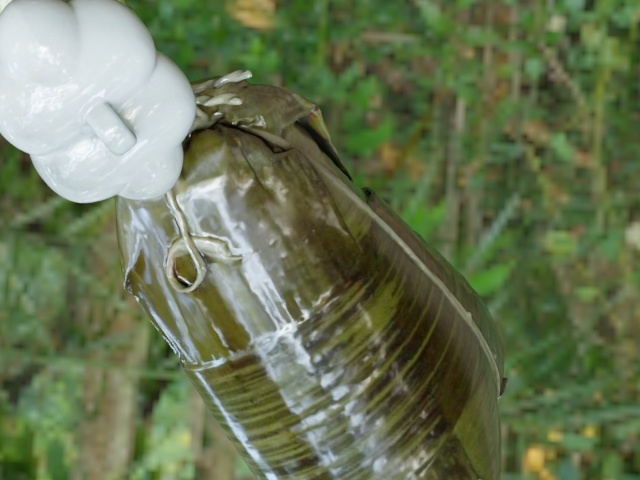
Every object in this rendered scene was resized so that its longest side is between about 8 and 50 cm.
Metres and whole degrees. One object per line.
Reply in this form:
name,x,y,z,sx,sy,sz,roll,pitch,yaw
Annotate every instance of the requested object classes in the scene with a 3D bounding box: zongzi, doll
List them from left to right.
doll,-0.093,-0.074,0.693,0.106,0.062,0.162,46,-172,-40
zongzi,0.000,0.000,0.864,0.111,0.247,0.241,-23,-157,18
